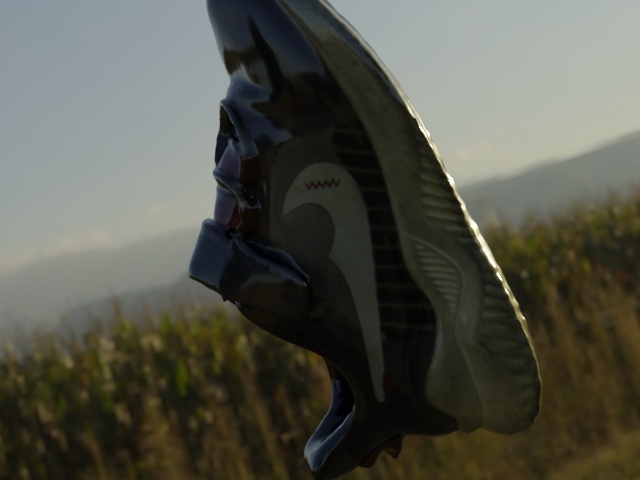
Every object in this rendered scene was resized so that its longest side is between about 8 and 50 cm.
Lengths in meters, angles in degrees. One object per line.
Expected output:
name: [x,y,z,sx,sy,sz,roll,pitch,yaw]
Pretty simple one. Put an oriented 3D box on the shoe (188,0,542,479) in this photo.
shoe: [0.000,0.000,0.727,0.112,0.227,0.099,-33,14,-4]
